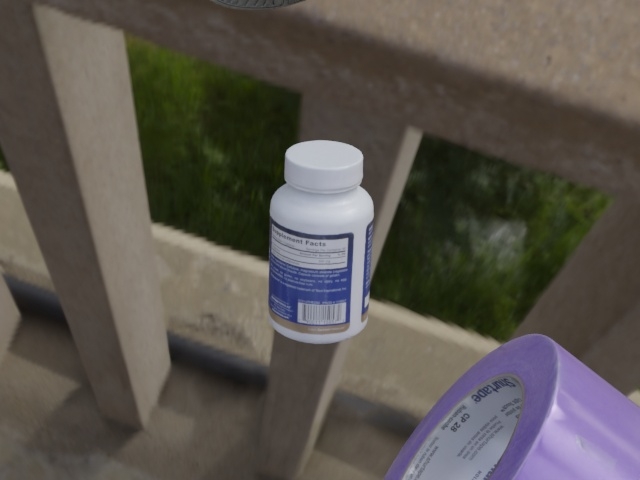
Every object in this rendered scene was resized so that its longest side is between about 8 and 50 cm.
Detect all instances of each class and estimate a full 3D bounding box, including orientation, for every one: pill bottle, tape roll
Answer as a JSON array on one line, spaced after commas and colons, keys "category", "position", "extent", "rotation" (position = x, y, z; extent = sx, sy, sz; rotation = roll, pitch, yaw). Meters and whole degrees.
[{"category": "pill bottle", "position": [0.000, 0.000, 0.924], "extent": [0.067, 0.067, 0.120], "rotation": [0, 115, -4]}, {"category": "tape roll", "position": [0.109, 0.154, 0.863], "extent": [0.080, 0.189, 0.189], "rotation": [37, 72, -10]}]

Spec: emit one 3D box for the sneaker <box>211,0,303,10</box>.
[{"category": "sneaker", "position": [-0.011, -0.251, 1.040], "extent": [0.222, 0.083, 0.118], "rotation": [-26, 63, -20]}]
